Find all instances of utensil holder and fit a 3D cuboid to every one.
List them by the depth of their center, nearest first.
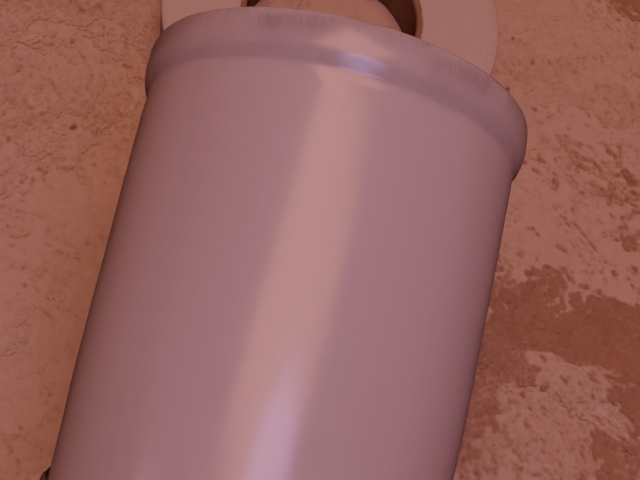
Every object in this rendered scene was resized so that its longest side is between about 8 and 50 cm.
[{"bbox_3d":[-0.028,0.060,0.994,0.327,0.327,0.386,14,74,-1],"label":"utensil holder"}]

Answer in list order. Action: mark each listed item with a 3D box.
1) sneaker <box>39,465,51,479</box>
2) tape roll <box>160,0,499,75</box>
[{"bbox_3d":[-0.127,0.243,1.151,0.267,0.101,0.106,16,52,-9],"label":"sneaker"},{"bbox_3d":[0.009,-0.244,1.409,0.391,0.072,0.392,3,63,-6],"label":"tape roll"}]
